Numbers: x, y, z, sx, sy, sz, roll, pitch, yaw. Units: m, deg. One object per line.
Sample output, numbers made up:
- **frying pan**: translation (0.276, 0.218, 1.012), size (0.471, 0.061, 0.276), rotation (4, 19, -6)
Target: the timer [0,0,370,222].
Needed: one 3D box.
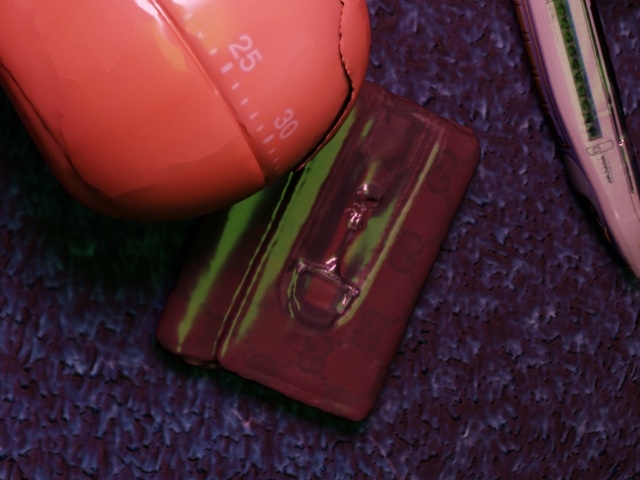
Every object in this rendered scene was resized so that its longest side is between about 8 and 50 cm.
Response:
- **timer**: translation (-0.090, -0.129, 1.099), size (0.215, 0.229, 0.230), rotation (-31, 107, -8)

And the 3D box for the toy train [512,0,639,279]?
- **toy train**: translation (0.189, -0.083, 1.297), size (0.048, 0.055, 0.252), rotation (-21, 104, -16)

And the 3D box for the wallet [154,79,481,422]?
- **wallet**: translation (0.000, 0.000, 1.247), size (0.182, 0.049, 0.229), rotation (22, 92, -24)
